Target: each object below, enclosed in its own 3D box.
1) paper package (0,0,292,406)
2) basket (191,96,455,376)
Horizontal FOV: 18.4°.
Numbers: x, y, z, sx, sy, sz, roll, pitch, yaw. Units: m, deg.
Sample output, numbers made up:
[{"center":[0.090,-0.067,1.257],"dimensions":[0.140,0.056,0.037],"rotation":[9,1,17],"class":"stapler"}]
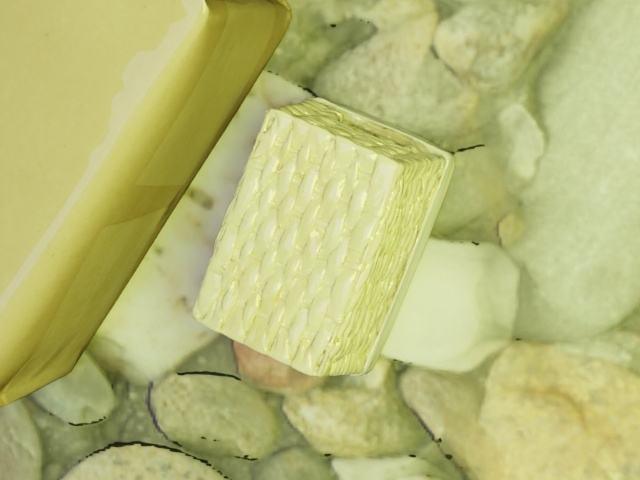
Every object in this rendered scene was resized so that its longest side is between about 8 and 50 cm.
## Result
[{"center":[-0.235,-0.109,1.343],"dimensions":[0.309,0.168,0.325],"rotation":[37,105,12],"class":"paper package"},{"center":[0.000,0.000,1.305],"dimensions":[0.113,0.103,0.167],"rotation":[24,102,16],"class":"basket"}]
